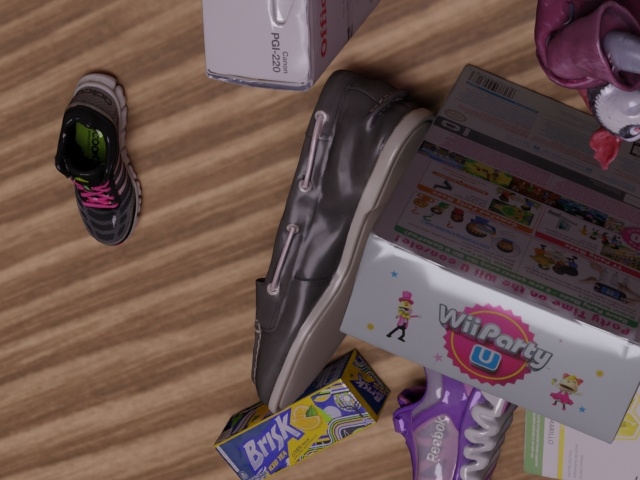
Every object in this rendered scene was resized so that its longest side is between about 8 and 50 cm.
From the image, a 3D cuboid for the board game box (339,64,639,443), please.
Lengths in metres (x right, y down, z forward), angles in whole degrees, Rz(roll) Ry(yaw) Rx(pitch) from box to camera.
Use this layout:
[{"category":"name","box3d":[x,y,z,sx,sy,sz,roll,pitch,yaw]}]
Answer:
[{"category":"board game box","box3d":[0.168,0.000,1.502,0.224,0.303,0.097,23,123,7]}]

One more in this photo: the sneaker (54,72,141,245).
[{"category":"sneaker","box3d":[-0.207,-0.063,1.740,0.063,0.075,0.170,8,122,16]}]

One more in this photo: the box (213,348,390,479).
[{"category":"box","box3d":[-0.019,0.171,1.823,0.169,0.054,0.059,-30,105,32]}]

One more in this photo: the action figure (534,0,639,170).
[{"category":"action figure","box3d":[0.193,-0.220,1.399,0.275,0.248,0.370,6,118,18]}]

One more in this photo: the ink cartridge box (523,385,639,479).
[{"category":"ink cartridge box","box3d":[0.302,0.145,1.692,0.235,0.056,0.171,9,121,17]}]

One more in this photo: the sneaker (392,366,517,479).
[{"category":"sneaker","box3d":[0.112,0.185,1.768,0.104,0.095,0.236,24,120,13]}]

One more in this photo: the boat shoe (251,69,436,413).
[{"category":"boat shoe","box3d":[0.000,0.000,1.693,0.095,0.112,0.335,35,121,19]}]

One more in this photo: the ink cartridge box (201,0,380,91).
[{"category":"ink cartridge box","box3d":[-0.014,-0.232,1.483,0.092,0.218,0.159,8,121,16]}]
